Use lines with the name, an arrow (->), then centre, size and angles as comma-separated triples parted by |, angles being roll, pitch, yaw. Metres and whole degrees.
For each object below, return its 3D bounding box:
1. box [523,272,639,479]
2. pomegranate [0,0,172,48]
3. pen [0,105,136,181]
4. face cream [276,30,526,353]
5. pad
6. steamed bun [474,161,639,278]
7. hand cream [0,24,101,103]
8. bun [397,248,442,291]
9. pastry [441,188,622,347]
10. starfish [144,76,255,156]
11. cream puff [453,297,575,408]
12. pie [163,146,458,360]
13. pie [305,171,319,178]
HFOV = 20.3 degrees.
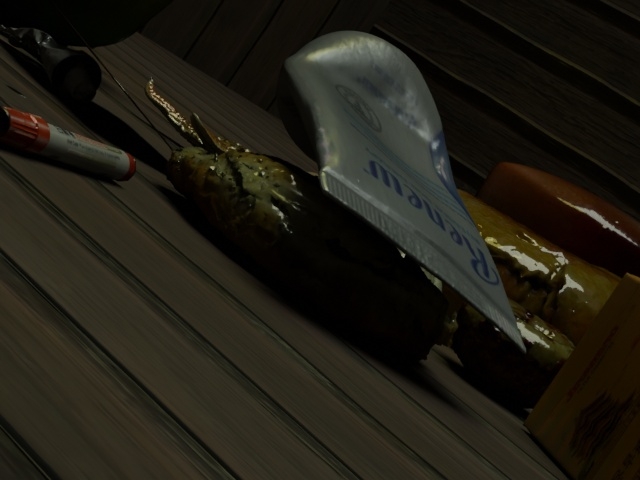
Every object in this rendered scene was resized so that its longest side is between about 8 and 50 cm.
box -> 0.284, 0.145, 1.496 | 0.076, 0.174, 0.274 | 33, 5, -17
pomegranate -> -0.331, -0.344, 2.232 | 0.309, 0.216, 0.358 | 35, -25, 15
pen -> -0.192, -0.070, 1.335 | 0.028, 0.028, 0.239 | 35, 4, 16
face cream -> 0.052, -0.065, 1.597 | 0.235, 0.137, 0.420 | 40, 15, -25
pad -> -0.198, -0.150, 1.820 | 0.181, 0.004, 0.267 | 52, -2, -37
steamed bun -> 0.355, 0.068, 2.396 | 0.379, 0.235, 0.248 | 33, 2, -13
hand cream -> -0.280, -0.189, 1.856 | 0.084, 0.050, 0.257 | 28, 4, -28
bun -> 0.061, 0.008, 1.822 | 0.183, 0.102, 0.183 | 36, 6, -4
pastry -> 0.227, 0.068, 2.042 | 0.356, 0.164, 0.356 | 29, 9, -5
starfish -> -0.103, -0.096, 2.134 | 0.247, 0.050, 0.138 | 39, 0, -37
cream puff -> 0.186, 0.111, 1.745 | 0.149, 0.084, 0.149 | 31, 8, -5
pie -> -0.001, 0.001, 1.564 | 0.308, 0.085, 0.308 | 35, 4, -3
pie -> 0.027, -0.052, 2.513 | 0.185, 0.052, 0.218 | 38, 8, 23
